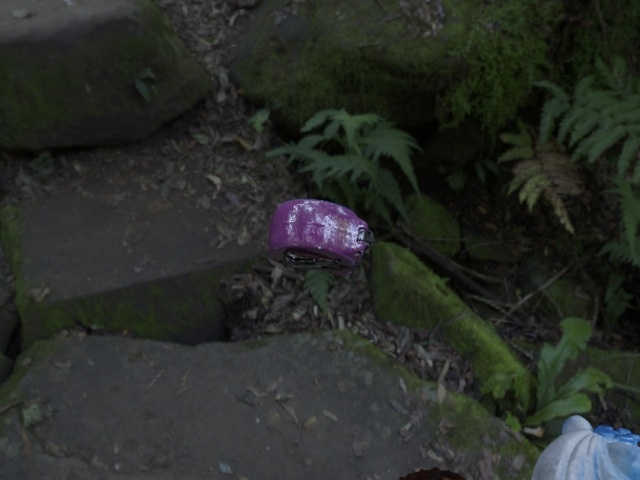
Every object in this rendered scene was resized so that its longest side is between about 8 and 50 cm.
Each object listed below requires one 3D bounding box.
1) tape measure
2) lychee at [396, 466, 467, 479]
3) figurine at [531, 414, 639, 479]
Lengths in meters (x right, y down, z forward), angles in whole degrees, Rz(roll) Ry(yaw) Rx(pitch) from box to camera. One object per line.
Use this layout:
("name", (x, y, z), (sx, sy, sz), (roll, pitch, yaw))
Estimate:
("tape measure", (0.000, 0.000, 0.749), (0.125, 0.118, 0.074), (8, 74, -6))
("lychee", (0.110, 0.282, 0.605), (0.123, 0.123, 0.129), (-46, 13, -31))
("figurine", (0.175, 0.173, 0.401), (0.079, 0.114, 0.114), (7, 43, -15))
